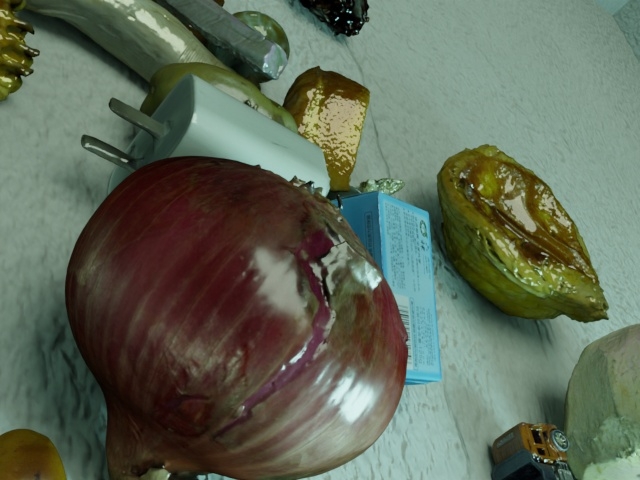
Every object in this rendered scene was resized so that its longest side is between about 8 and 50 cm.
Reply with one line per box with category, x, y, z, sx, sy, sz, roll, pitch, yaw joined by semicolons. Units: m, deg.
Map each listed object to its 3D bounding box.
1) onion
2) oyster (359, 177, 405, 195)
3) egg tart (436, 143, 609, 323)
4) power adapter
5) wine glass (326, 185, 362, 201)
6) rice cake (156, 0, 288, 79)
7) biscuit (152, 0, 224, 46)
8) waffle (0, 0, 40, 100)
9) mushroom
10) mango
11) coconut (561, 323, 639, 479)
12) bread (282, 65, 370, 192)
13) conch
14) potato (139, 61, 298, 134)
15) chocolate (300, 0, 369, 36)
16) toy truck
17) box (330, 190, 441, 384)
onion;-0.069;0.073;0.880;0.353;0.353;0.354;30;37;-26
oyster;0.101;-0.080;1.459;0.083;0.081;0.038;-4;79;-13
egg tart;0.320;-0.004;1.553;0.351;0.153;0.340;18;43;-38
power adapter;-0.144;-0.078;1.052;0.255;0.187;0.124;27;32;-31
wine glass;0.000;0.000;1.230;0.093;0.093;0.202;44;32;-6
rice cake;-0.157;-0.313;1.292;0.269;0.055;0.049;36;-6;14
biscuit;-0.229;-0.392;1.424;0.182;0.034;0.215;24;41;-30
waffle;-0.455;-0.250;0.985;0.329;0.062;0.329;31;38;-27
mushroom;-0.235;-0.264;1.236;0.351;0.095;0.123;30;53;-23
mango;-0.248;0.204;0.755;0.080;0.060;0.114;18;43;-15
coconut;0.516;0.263;1.386;0.297;0.297;0.255;34;46;-21
bread;0.003;-0.176;1.324;0.129;0.134;0.260;13;31;-1
conch;-0.110;-0.292;1.392;0.173;0.116;0.106;-15;49;-41
potato;-0.131;-0.146;1.172;0.200;0.154;0.137;22;38;-26
chocolate;0.035;-0.446;1.734;0.133;0.156;0.156;68;26;-21
toy truck;0.295;0.339;1.230;0.092;0.083;0.192;18;44;-31
box;0.083;0.066;1.175;0.142;0.083;0.232;16;66;-55
